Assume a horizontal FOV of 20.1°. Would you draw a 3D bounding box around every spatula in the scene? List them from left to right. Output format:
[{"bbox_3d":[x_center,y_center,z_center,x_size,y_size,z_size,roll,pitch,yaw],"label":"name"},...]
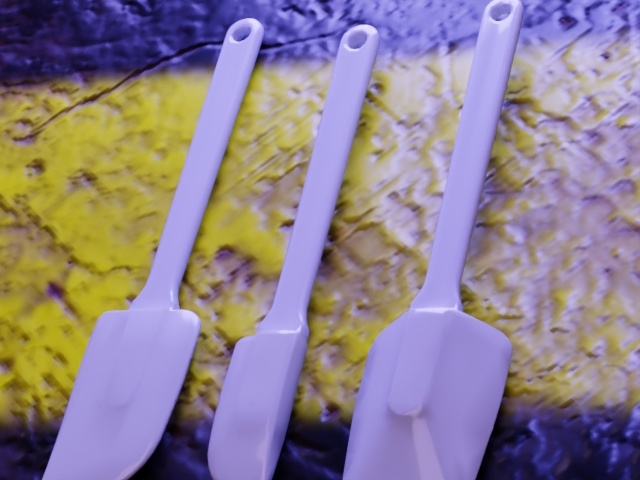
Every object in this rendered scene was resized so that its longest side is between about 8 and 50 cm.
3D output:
[{"bbox_3d":[0.000,0.000,0.695,0.168,0.019,0.242,-3,51,25],"label":"spatula"}]
